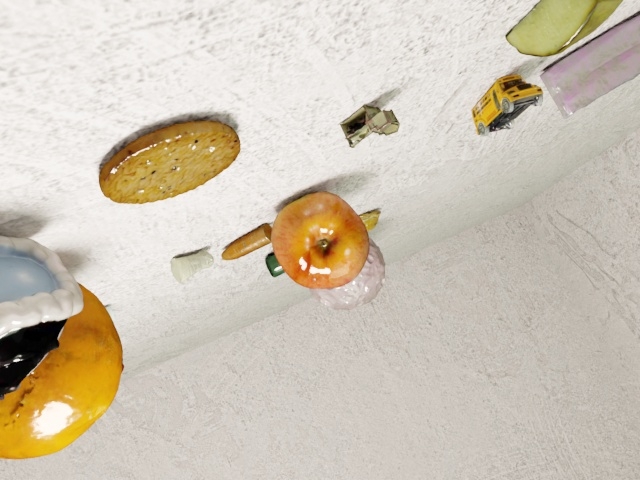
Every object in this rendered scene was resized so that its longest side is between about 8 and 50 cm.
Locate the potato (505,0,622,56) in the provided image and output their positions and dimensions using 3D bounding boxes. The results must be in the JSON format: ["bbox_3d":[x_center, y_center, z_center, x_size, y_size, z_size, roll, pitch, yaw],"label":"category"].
[{"bbox_3d":[0.367,-0.315,0.837,0.120,0.081,0.149,-17,167,-30],"label":"potato"}]

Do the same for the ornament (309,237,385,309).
[{"bbox_3d":[0.080,0.100,1.813,0.260,0.224,0.259,-21,173,-3],"label":"ornament"}]

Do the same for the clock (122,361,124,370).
[{"bbox_3d":[-0.560,0.263,1.302,0.196,0.100,0.194,-21,127,22],"label":"clock"}]

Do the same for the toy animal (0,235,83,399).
[{"bbox_3d":[-0.426,0.093,0.724,0.208,0.204,0.156,-44,154,2],"label":"toy animal"}]

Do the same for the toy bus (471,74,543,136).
[{"bbox_3d":[0.347,-0.257,1.098,0.070,0.074,0.162,-15,170,-11],"label":"toy bus"}]

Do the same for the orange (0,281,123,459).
[{"bbox_3d":[-0.448,0.195,0.916,0.284,0.283,0.226,-29,159,22],"label":"orange"}]

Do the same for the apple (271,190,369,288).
[{"bbox_3d":[0.000,0.000,1.211,0.210,0.209,0.164,-26,-178,2],"label":"apple"}]

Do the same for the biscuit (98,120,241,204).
[{"bbox_3d":[-0.192,-0.100,0.752,0.188,0.027,0.188,-23,168,-5],"label":"biscuit"}]

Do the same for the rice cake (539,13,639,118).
[{"bbox_3d":[0.568,-0.348,1.079,0.298,0.106,0.050,-30,179,22],"label":"rice cake"}]

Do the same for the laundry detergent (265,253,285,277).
[{"bbox_3d":[-0.053,0.036,1.669,0.211,0.062,0.137,-26,174,-11],"label":"laundry detergent"}]

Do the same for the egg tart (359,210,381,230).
[{"bbox_3d":[0.129,-0.045,1.715,0.129,0.049,0.129,-26,171,-4],"label":"egg tart"}]

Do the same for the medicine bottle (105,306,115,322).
[{"bbox_3d":[-0.520,0.184,1.342,0.083,0.047,0.047,-18,168,-31],"label":"medicine bottle"}]

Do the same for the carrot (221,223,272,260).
[{"bbox_3d":[-0.168,0.012,1.313,0.139,0.048,0.048,-27,170,18],"label":"carrot"}]

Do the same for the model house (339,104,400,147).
[{"bbox_3d":[0.083,-0.180,0.914,0.083,0.057,0.058,-34,162,31],"label":"model house"}]

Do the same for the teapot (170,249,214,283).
[{"bbox_3d":[-0.276,0.051,1.251,0.083,0.056,0.067,-23,-153,-31],"label":"teapot"}]
